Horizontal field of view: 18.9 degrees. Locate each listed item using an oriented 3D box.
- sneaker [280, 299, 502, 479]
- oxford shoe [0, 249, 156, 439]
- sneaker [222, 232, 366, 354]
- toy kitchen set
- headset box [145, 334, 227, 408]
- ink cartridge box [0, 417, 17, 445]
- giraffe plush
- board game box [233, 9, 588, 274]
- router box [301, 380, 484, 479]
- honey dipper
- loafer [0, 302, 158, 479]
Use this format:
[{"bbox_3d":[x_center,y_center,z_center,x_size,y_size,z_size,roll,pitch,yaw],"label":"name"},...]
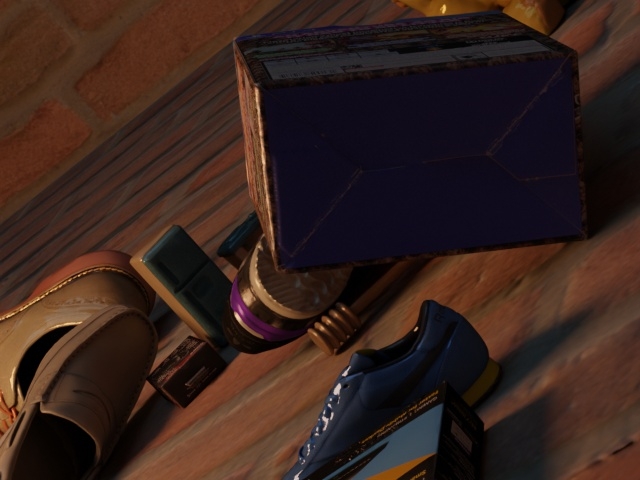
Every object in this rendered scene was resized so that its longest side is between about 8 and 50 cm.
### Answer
[{"bbox_3d":[0.022,0.123,1.308,0.209,0.082,0.069,-42,15,9],"label":"sneaker"},{"bbox_3d":[-0.357,0.163,2.165,0.397,0.140,0.146,-40,20,18],"label":"oxford shoe"},{"bbox_3d":[-0.001,0.000,1.728,0.293,0.102,0.146,-45,-5,-43],"label":"sneaker"},{"bbox_3d":[-0.051,-0.013,1.859,0.207,0.122,0.166,-48,14,-21],"label":"toy kitchen set"},{"bbox_3d":[-0.128,0.125,1.838,0.062,0.032,0.083,-45,14,-11],"label":"headset box"},{"bbox_3d":[-0.289,0.202,2.019,0.088,0.052,0.122,-31,16,41],"label":"ink cartridge box"},{"bbox_3d":[0.142,-0.267,2.003,0.210,0.170,0.181,-39,14,15],"label":"giraffe plush"},{"bbox_3d":[0.060,-0.085,1.495,0.232,0.141,0.291,-6,13,-4],"label":"board game box"},{"bbox_3d":[0.020,0.179,1.206,0.179,0.046,0.133,-37,14,20],"label":"router box"},{"bbox_3d":[0.056,0.033,1.614,0.161,0.030,0.030,-43,13,-14],"label":"honey dipper"},{"bbox_3d":[-0.238,0.185,1.824,0.111,0.112,0.319,-19,34,49],"label":"loafer"}]
